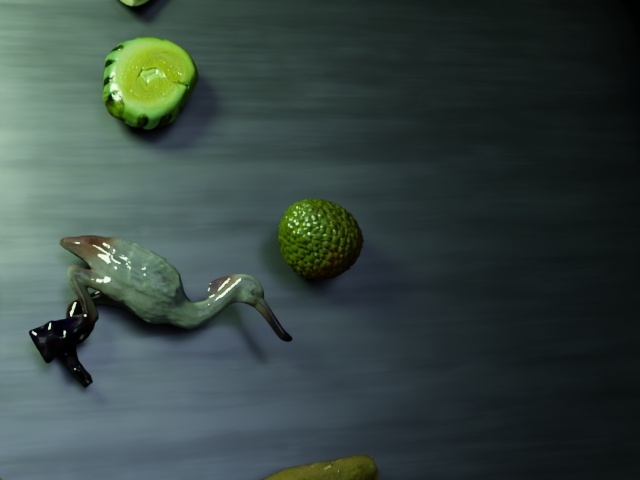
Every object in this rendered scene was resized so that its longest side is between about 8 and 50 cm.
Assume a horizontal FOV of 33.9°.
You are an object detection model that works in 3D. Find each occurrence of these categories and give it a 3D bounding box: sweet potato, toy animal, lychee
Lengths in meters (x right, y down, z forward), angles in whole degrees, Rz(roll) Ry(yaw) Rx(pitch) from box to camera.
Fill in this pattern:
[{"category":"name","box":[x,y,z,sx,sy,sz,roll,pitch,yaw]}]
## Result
[{"category":"sweet potato","box":[-0.032,0.333,1.353,0.244,0.077,0.077,-12,77,-23]},{"category":"toy animal","box":[-0.216,0.071,1.370,0.324,0.090,0.195,-11,83,-11]},{"category":"lychee","box":[0.000,0.000,1.450,0.146,0.114,0.114,49,57,-43]}]

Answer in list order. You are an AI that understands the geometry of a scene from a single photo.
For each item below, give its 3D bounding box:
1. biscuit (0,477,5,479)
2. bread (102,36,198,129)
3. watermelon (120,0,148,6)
[{"category":"biscuit","box":[-0.479,0.376,1.189,0.334,0.081,0.289,37,66,-12]},{"category":"bread","box":[-0.240,-0.217,1.465,0.130,0.071,0.139,14,67,-16]},{"category":"watermelon","box":[-0.280,-0.413,1.504,0.135,0.094,0.125,32,74,-1]}]
